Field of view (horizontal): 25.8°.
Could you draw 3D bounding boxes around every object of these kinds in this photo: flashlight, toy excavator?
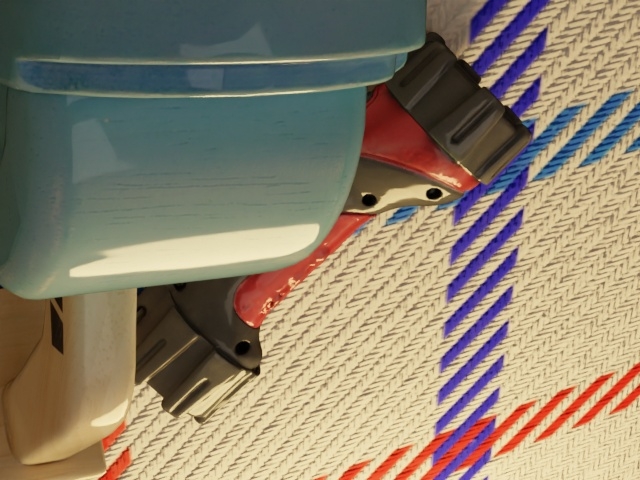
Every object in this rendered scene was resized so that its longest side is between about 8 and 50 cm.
[{"bbox_3d":[0.000,0.000,0.936,0.304,0.103,0.103,-45,139,11],"label":"flashlight"},{"bbox_3d":[-0.115,-0.033,0.718,0.222,0.433,0.445,-5,102,-28],"label":"toy excavator"}]
